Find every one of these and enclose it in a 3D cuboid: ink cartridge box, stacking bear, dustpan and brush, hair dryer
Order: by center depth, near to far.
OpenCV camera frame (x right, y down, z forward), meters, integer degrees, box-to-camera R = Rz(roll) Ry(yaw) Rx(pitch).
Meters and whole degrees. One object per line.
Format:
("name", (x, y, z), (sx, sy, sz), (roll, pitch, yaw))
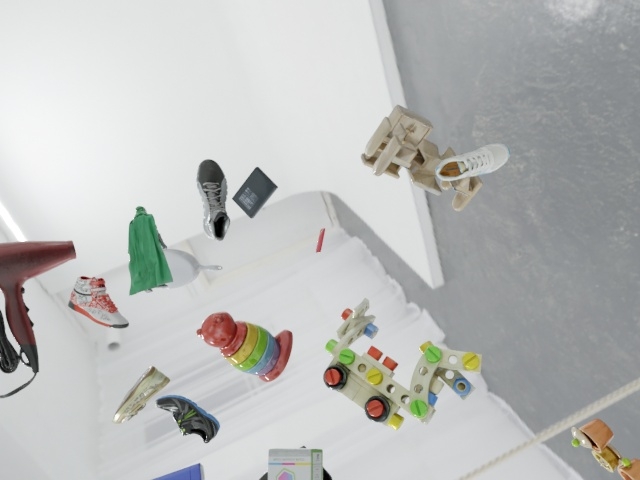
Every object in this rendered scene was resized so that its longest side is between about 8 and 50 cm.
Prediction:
("hair dryer", (-0.556, 0.108, 0.995), (0.223, 0.293, 0.080), (42, 157, -22))
("ink cartridge box", (-0.055, 0.563, 1.196), (0.062, 0.109, 0.209), (33, -128, -57))
("stacking bear", (-0.246, 0.316, 1.721), (0.289, 0.175, 0.164), (37, -148, -32))
("dustpan and brush", (-0.454, 0.100, 1.937), (0.060, 0.211, 0.147), (-74, -13, -71))

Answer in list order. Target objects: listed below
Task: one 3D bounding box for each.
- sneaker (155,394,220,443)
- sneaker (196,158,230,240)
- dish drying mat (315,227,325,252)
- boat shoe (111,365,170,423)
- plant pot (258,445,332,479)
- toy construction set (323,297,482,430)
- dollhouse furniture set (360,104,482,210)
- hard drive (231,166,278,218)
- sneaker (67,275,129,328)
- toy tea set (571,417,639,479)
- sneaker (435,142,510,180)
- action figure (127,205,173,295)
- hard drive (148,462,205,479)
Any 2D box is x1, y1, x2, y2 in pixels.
("sneaker", (-0.354, 0.472, 1.458), (0.188, 0.078, 0.067), (37, 137, -11))
("sneaker", (-0.282, -0.106, 1.508), (0.132, 0.086, 0.229), (-150, 53, -66))
("dish drying mat", (0.000, 0.000, 1.840), (0.032, 0.008, 0.083), (-10, 64, 61))
("boat shoe", (-0.657, 0.577, 1.997), (0.089, 0.285, 0.104), (36, -159, -14))
("plant pot", (-0.072, 0.718, 1.515), (0.187, 0.167, 0.188), (58, -167, -32))
("toy construction set", (0.133, 0.239, 1.087), (0.327, 0.215, 0.151), (29, 171, 41))
("dollhouse furniture set", (0.316, -0.275, 2.009), (0.256, 0.362, 0.394), (-56, 29, 31))
("hard drive", (-0.205, -0.149, 1.715), (0.094, 0.135, 0.022), (46, -158, 11))
("sneaker", (-0.839, 0.229, 2.110), (0.270, 0.145, 0.090), (21, -174, 16))
("toy tea set", (0.775, 0.627, 1.425), (0.336, 0.124, 0.200), (50, 173, 26))
("sneaker", (0.467, -0.233, 1.693), (0.092, 0.228, 0.087), (-33, -76, -65))
("action figure", (-0.455, 0.017, 1.447), (0.063, 0.137, 0.232), (28, -133, -72))
("hard drive", (-0.473, 0.778, 1.541), (0.040, 0.318, 0.210), (72, 179, -46))
